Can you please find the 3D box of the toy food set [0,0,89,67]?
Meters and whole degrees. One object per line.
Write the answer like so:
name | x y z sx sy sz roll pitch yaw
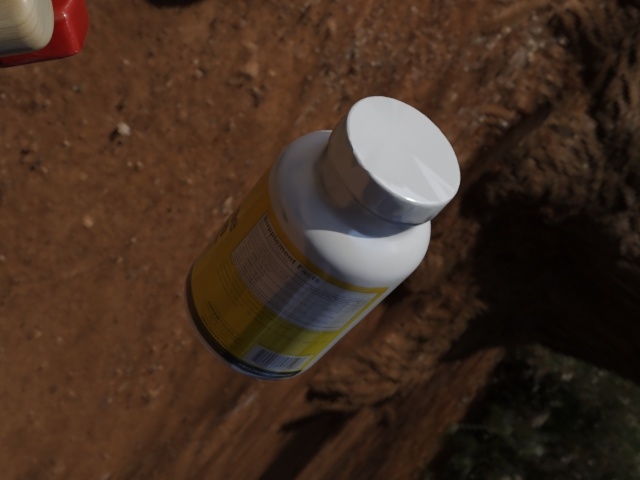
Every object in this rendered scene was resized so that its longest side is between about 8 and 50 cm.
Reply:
toy food set | -0.172 -0.140 0.524 0.232 0.104 0.111 -92 172 -53

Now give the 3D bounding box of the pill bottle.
pill bottle | 0.000 0.000 0.672 0.103 0.103 0.184 -33 170 -47
